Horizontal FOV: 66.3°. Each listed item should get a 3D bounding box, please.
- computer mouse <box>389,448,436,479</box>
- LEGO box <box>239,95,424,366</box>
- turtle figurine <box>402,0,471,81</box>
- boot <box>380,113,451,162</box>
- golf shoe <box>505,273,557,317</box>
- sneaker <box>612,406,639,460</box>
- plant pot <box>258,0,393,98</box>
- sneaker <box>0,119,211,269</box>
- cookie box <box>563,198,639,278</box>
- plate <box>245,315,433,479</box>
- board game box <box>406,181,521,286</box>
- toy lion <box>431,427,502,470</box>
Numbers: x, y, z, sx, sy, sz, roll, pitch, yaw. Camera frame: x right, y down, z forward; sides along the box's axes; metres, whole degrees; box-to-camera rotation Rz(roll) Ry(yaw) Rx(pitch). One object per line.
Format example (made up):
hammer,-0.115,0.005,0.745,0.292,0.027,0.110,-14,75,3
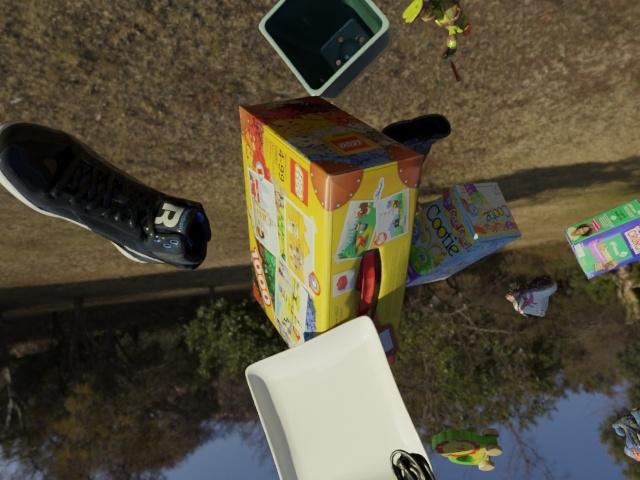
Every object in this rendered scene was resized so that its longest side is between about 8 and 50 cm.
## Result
computer mouse,0.060,0.378,0.588,0.262,0.184,0.060,-37,161,18
LEGO box,0.000,0.000,1.029,0.193,0.501,0.372,-17,-143,-24
turtle figurine,0.293,-0.532,1.171,0.217,0.270,0.087,4,176,-37
boot,0.136,-0.219,1.215,0.338,0.118,0.223,-24,174,-5
golf shoe,0.512,0.134,1.153,0.067,0.086,0.186,-33,167,-10
sneaker,0.761,0.495,1.137,0.087,0.083,0.221,-29,-161,17
plant pot,0.042,-0.529,1.290,0.247,0.247,0.252,-40,172,19
sneaker,-0.181,-0.040,0.463,0.121,0.079,0.217,5,157,28
cookie box,0.437,-0.001,0.736,0.107,0.040,0.092,-28,127,22
plate,0.025,0.310,0.871,0.278,0.277,0.045,-27,165,19
board game box,0.310,-0.009,1.184,0.144,0.142,0.275,-7,159,-31
toy lion,0.213,0.308,0.728,0.096,0.034,0.100,-1,136,6
